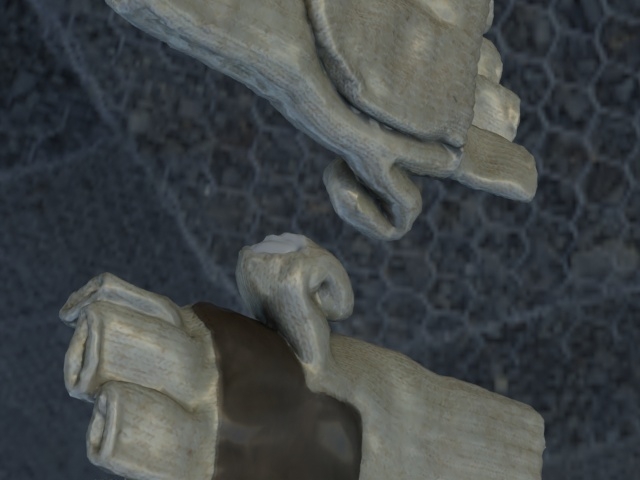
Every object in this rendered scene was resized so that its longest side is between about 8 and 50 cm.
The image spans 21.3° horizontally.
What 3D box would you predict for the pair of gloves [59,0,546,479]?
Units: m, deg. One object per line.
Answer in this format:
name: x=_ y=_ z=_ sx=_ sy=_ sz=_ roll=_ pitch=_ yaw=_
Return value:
pair of gloves: x=0.000 y=0.000 z=0.536 sx=0.042 sy=0.240 sz=0.204 roll=-6 pitch=168 yaw=42
